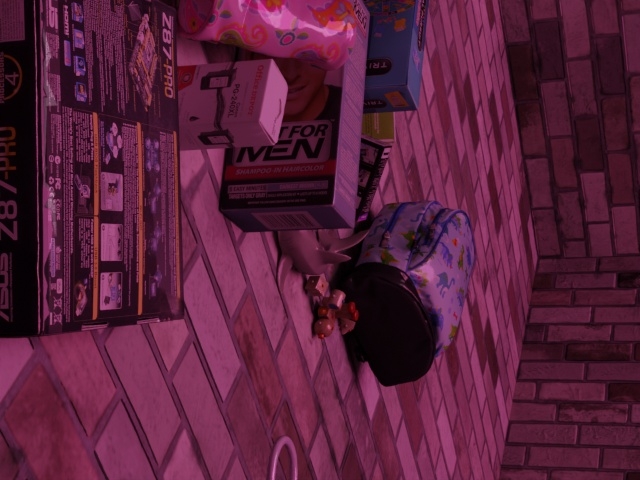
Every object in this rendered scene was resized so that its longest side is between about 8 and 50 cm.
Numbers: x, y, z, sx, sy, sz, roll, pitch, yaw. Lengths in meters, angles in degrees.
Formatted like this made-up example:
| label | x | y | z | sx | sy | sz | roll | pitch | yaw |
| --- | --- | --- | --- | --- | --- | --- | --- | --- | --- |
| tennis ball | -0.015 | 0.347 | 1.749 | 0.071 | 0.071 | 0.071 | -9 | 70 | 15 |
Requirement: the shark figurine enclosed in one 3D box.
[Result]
| label | x | y | z | sx | sy | sz | roll | pitch | yaw |
| --- | --- | --- | --- | --- | --- | --- | --- | --- | --- |
| shark figurine | 0.008 | 0.021 | 2.003 | 0.278 | 0.116 | 0.166 | 26 | 65 | -66 |

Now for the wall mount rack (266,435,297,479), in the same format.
| label | x | y | z | sx | sy | sz | roll | pitch | yaw |
| --- | --- | --- | --- | --- | --- | --- | --- | --- | --- |
| wall mount rack | -0.121 | 0.432 | 1.509 | 0.304 | 0.130 | 0.350 | 31 | 59 | -68 |

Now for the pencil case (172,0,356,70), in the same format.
| label | x | y | z | sx | sy | sz | roll | pitch | yaw |
| --- | --- | --- | --- | --- | --- | --- | --- | --- | --- |
| pencil case | -0.081 | -0.320 | 1.626 | 0.284 | 0.124 | 0.124 | 4 | 84 | -41 |

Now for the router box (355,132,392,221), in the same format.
| label | x | y | z | sx | sy | sz | roll | pitch | yaw |
| --- | --- | --- | --- | --- | --- | --- | --- | --- | --- |
| router box | 0.011 | -0.126 | 1.871 | 0.046 | 0.178 | 0.133 | -15 | 127 | -68 |

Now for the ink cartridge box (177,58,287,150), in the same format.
| label | x | y | z | sx | sy | sz | roll | pitch | yaw |
| --- | --- | --- | --- | --- | --- | --- | --- | --- | --- |
| ink cartridge box | -0.131 | -0.187 | 1.574 | 0.063 | 0.150 | 0.109 | 58 | 36 | -55 |

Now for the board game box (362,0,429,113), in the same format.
| label | x | y | z | sx | sy | sz | roll | pitch | yaw |
| --- | --- | --- | --- | --- | --- | --- | --- | --- | --- |
| board game box | 0.051 | -0.375 | 1.949 | 0.079 | 0.253 | 0.336 | 54 | 39 | -58 |

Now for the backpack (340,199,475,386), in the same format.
| label | x | y | z | sx | sy | sz | roll | pitch | yaw |
| --- | --- | --- | --- | --- | --- | --- | --- | --- | --- |
| backpack | 0.187 | 0.071 | 2.347 | 0.356 | 0.273 | 0.290 | -83 | 155 | -58 |

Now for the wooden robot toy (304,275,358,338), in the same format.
| label | x | y | z | sx | sy | sz | roll | pitch | yaw |
| --- | --- | --- | --- | --- | --- | --- | --- | --- | --- |
| wooden robot toy | 0.018 | 0.142 | 2.086 | 0.079 | 0.076 | 0.173 | -66 | 149 | -29 |

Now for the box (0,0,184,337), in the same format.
| label | x | y | z | sx | sy | sz | roll | pitch | yaw |
| --- | --- | --- | --- | --- | --- | --- | --- | --- | --- |
| box | -0.262 | -0.097 | 1.286 | 0.318 | 0.097 | 0.395 | -1 | 89 | -68 |

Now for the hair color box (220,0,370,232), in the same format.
| label | x | y | z | sx | sy | sz | roll | pitch | yaw |
| --- | --- | --- | --- | --- | --- | --- | --- | --- | --- |
| hair color box | -0.035 | -0.208 | 1.791 | 0.113 | 0.185 | 0.375 | 45 | 46 | -63 |

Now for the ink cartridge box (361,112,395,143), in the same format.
| label | x | y | z | sx | sy | sz | roll | pitch | yaw |
| --- | --- | --- | --- | --- | --- | --- | --- | --- | --- |
| ink cartridge box | 0.080 | -0.182 | 2.141 | 0.189 | 0.097 | 0.255 | -147 | -127 | -81 |
